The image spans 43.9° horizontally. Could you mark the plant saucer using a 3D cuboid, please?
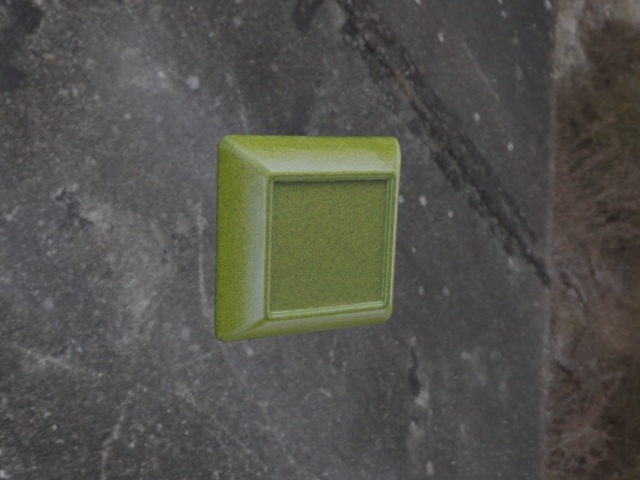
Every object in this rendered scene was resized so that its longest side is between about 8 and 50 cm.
[{"bbox_3d":[0.000,0.000,0.725,0.188,0.045,0.188,-3,102,-28],"label":"plant saucer"}]
